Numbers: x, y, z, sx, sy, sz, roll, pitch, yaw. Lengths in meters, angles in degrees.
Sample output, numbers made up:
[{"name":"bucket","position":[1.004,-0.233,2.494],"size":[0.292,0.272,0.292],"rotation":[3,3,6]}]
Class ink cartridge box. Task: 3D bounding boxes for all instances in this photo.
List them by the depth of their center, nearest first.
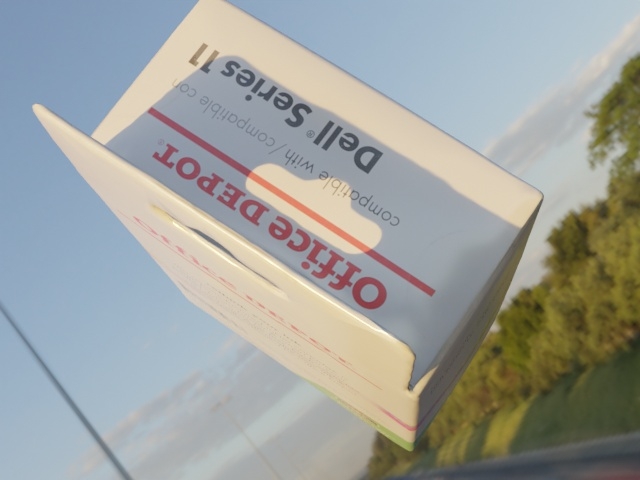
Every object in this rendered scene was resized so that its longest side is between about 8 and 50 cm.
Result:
[{"name":"ink cartridge box","position":[0.000,0.000,0.566],"size":[0.119,0.207,0.353],"rotation":[-54,-13,-11]}]
